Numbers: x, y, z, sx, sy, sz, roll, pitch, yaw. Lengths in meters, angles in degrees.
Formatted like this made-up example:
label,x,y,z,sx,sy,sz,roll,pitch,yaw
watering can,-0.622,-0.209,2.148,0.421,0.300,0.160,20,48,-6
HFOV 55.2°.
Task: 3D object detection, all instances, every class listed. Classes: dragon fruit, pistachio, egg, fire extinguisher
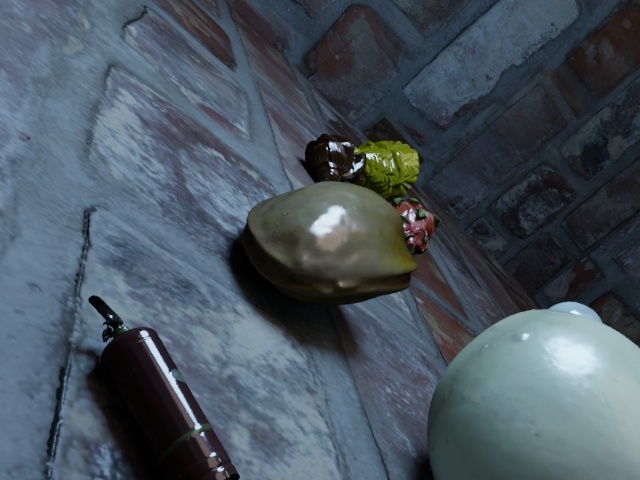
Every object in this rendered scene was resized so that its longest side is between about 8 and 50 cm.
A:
label,x,y,z,sx,sy,sz,roll,pitch,yaw
dragon fruit,0.193,-0.027,1.429,0.137,0.135,0.236,42,-2,2
pistachio,0.000,0.000,0.810,0.213,0.162,0.261,34,19,37
egg,0.269,0.246,0.677,0.283,0.283,0.345,36,23,-35
fire extinguisher,-0.114,0.113,0.436,0.157,0.045,0.078,52,-12,19

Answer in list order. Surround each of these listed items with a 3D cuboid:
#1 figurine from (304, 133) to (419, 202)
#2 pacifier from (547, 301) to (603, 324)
label,x,y,z,sx,sy,sz,roll,pitch,yaw
figurine,0.080,-0.188,1.460,0.187,0.167,0.315,7,-1,36
pacifier,0.390,0.230,0.980,0.344,0.269,0.288,3,3,-11
